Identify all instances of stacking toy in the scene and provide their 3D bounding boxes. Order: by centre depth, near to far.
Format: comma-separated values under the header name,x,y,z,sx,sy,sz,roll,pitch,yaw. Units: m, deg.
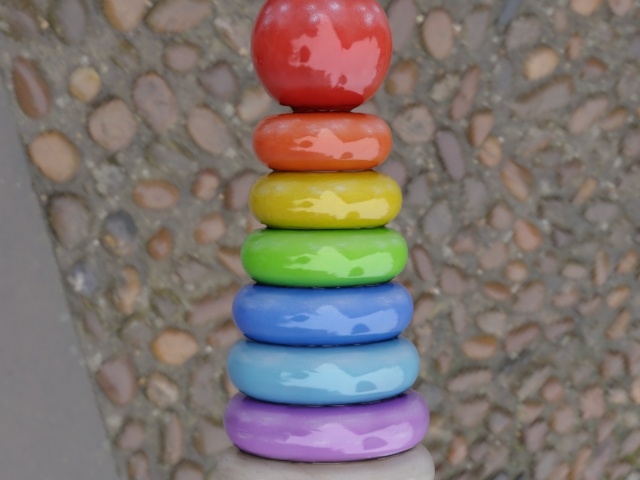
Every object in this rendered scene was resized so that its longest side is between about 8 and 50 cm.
name,x,y,z,sx,sy,sz,roll,pitch,yaw
stacking toy,0.000,0.000,0.851,0.141,0.141,0.330,-3,94,-33
